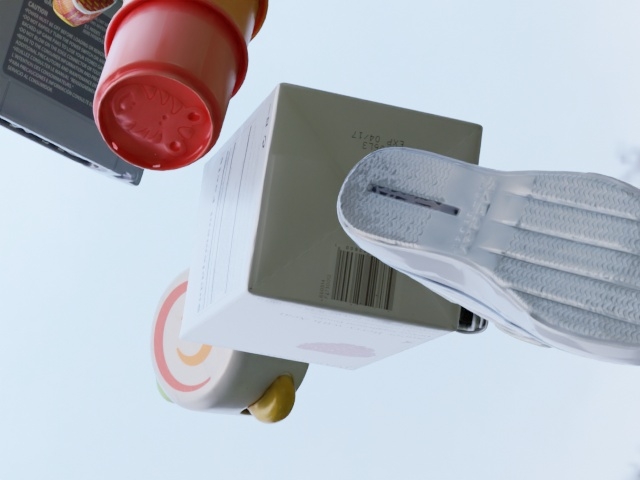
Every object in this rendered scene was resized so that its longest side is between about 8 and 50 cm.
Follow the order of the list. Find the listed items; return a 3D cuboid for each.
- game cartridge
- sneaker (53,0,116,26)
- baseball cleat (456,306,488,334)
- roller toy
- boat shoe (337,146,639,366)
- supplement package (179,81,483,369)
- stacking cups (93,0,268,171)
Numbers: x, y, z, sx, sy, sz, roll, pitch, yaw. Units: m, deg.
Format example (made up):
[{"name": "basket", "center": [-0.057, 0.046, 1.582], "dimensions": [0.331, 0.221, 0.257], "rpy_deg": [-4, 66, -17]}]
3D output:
[{"name": "game cartridge", "center": [-0.237, -0.185, 1.626], "dimensions": [0.294, 0.060, 0.196], "rpy_deg": [29, -101, -56]}, {"name": "sneaker", "center": [-0.182, -0.261, 1.475], "dimensions": [0.064, 0.067, 0.175], "rpy_deg": [40, -118, -22]}, {"name": "baseball cleat", "center": [0.145, 0.036, 1.646], "dimensions": [0.206, 0.072, 0.109], "rpy_deg": [17, -102, -71]}, {"name": "roller toy", "center": [-0.108, 0.128, 2.195], "dimensions": [0.146, 0.209, 0.191], "rpy_deg": [12, -92, -44]}, {"name": "boat shoe", "center": [0.111, 0.008, 0.830], "dimensions": [0.076, 0.226, 0.083], "rpy_deg": [39, -99, -47]}, {"name": "supplement package", "center": [0.000, 0.000, 1.462], "dimensions": [0.177, 0.293, 0.175], "rpy_deg": [11, -103, -13]}, {"name": "stacking cups", "center": [-0.071, -0.153, 0.943], "dimensions": [0.316, 0.096, 0.096], "rpy_deg": [-77, -30, -53]}]
